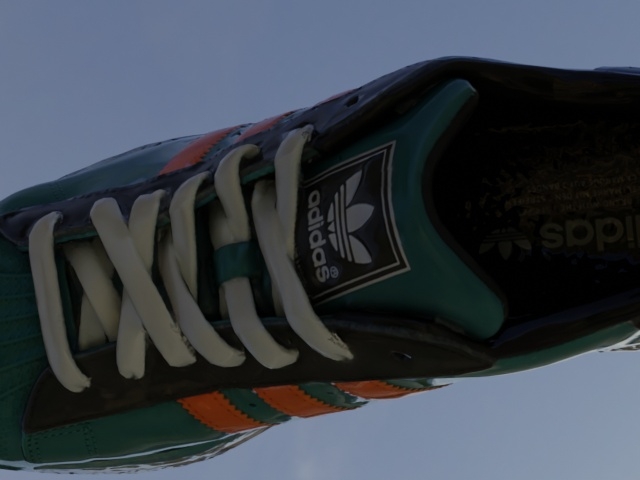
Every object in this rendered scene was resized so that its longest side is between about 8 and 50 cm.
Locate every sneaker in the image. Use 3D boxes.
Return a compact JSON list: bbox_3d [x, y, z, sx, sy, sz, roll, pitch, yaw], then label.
[{"bbox_3d":[0.000,0.000,0.570,0.302,0.108,0.121,-13,-12,6],"label":"sneaker"}]
